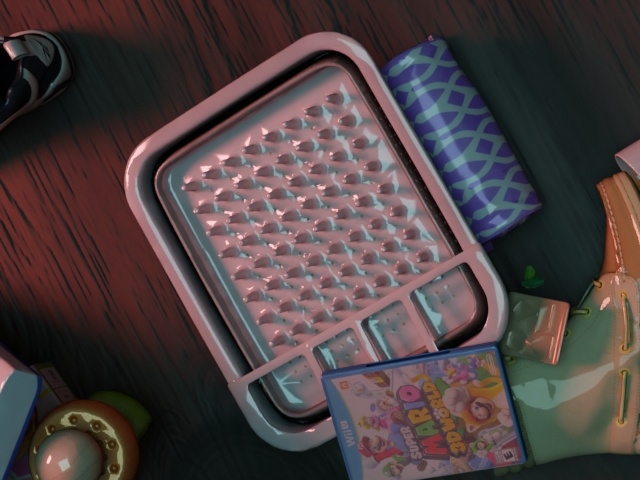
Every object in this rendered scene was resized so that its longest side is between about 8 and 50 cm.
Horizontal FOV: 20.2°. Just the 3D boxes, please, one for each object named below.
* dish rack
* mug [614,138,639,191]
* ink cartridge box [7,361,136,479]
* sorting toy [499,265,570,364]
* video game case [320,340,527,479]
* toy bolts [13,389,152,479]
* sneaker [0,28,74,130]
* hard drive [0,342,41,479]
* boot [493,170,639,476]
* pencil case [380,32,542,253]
[{"bbox_3d":[0.000,0.000,1.682,0.285,0.072,0.333,-31,87,21],"label":"dish rack"},{"bbox_3d":[0.318,-0.071,1.665,0.064,0.078,0.062,-40,52,-1],"label":"mug"},{"bbox_3d":[-0.254,0.233,1.754,0.109,0.062,0.209,-37,85,8],"label":"ink cartridge box"},{"bbox_3d":[0.195,0.066,1.617,0.062,0.012,0.083,11,88,28],"label":"sorting toy"},{"bbox_3d":[0.094,0.160,1.633,0.166,0.015,0.119,-11,108,16],"label":"video game case"},{"bbox_3d":[-0.288,0.236,1.646,0.218,0.158,0.228,19,95,9],"label":"toy bolts"},{"bbox_3d":[-0.354,-0.122,1.721,0.235,0.153,0.094,-30,85,9],"label":"sneaker"},{"bbox_3d":[-0.372,0.168,1.676,0.040,0.318,0.210,19,95,-36],"label":"hard drive"},{"bbox_3d":[0.225,0.079,1.660,0.203,0.095,0.262,-11,91,11],"label":"boot"},{"bbox_3d":[0.123,-0.090,1.678,0.088,0.086,0.206,-36,81,46],"label":"pencil case"}]
